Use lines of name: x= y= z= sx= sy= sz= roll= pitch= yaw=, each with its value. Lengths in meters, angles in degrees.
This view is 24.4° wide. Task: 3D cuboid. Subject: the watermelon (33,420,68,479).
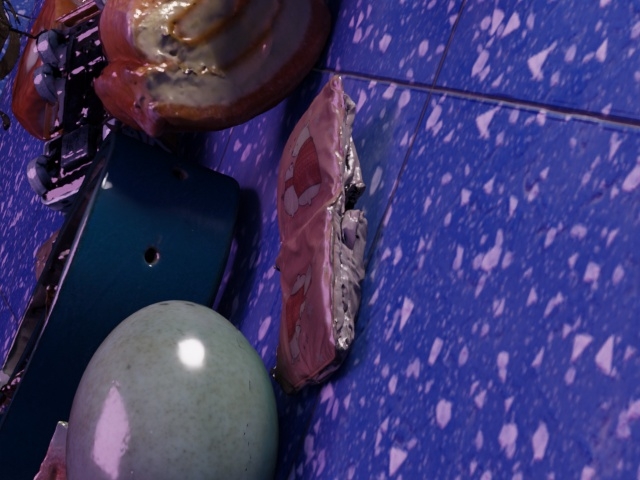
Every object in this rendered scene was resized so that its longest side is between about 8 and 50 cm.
watermelon: x=-0.216 y=0.293 z=1.306 sx=0.260 sy=0.176 sz=0.256 roll=-55 pitch=51 yaw=13

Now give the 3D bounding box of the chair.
chair: x=-0.469 y=-0.274 z=1.982 sx=0.149 sy=0.174 sz=0.213 roll=-60 pitch=36 yaw=16

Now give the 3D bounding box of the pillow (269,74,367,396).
pillow: x=0.000 y=0.000 z=1.200 sx=0.135 sy=0.049 sz=0.248 roll=136 pitch=142 yaw=-56

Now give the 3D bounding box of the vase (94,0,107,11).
vase: x=-0.157 y=-0.376 z=1.694 sx=0.250 sy=0.250 sz=0.445 roll=-62 pitch=18 yaw=23

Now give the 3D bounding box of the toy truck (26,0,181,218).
toy truck: x=-0.231 y=-0.124 z=1.731 sx=0.133 sy=0.184 sz=0.338 roll=-24 pitch=49 yaw=23

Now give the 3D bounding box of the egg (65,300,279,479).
egg: x=-0.117 y=0.161 z=1.178 sx=0.169 sy=0.169 sz=0.236 roll=-36 pitch=45 yaw=57

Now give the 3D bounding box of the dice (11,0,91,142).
dice: x=-0.313 y=-0.230 z=2.027 sx=0.174 sy=0.179 sz=0.175 roll=-58 pitch=29 yaw=30

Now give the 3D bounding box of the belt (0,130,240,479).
belt: x=-0.227 y=0.105 z=1.512 sx=0.436 sy=0.173 sz=0.300 roll=-60 pitch=14 yaw=19

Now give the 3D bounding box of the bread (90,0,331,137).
bread: x=-0.110 y=-0.198 z=1.411 sx=0.244 sy=0.190 sz=0.123 roll=-52 pitch=17 yaw=-16

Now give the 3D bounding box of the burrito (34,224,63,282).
burrito: x=-0.352 y=0.020 z=2.061 sx=0.226 sy=0.060 sz=0.087 roll=-38 pitch=43 yaw=54
